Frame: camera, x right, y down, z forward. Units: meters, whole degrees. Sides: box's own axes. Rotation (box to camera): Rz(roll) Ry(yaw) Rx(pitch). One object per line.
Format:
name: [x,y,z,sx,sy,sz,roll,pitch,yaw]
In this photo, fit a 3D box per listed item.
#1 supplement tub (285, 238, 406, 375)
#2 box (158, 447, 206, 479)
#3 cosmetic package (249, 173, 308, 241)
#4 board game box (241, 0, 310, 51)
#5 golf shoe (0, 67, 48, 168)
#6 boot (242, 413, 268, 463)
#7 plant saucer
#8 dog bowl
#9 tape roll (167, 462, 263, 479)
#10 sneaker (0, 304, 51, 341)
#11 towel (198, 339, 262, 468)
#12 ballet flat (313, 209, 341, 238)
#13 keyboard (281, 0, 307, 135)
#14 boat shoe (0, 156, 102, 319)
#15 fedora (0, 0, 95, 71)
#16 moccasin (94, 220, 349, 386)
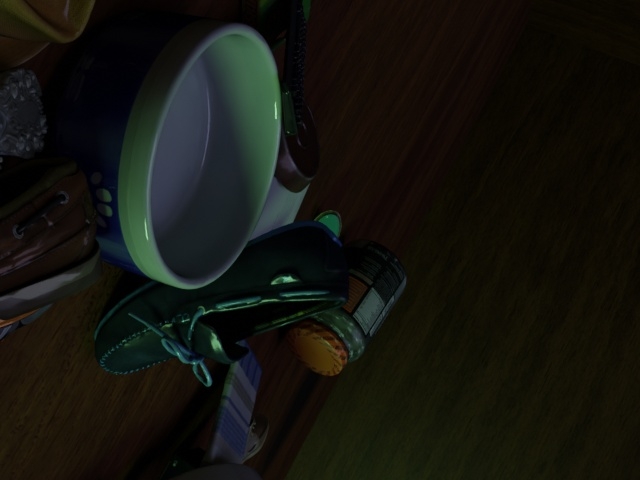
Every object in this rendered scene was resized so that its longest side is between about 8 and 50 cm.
supplement tub: [0.066,0.170,1.617,0.338,0.207,0.207,-50,160,-37]
box: [-0.281,0.531,1.306,0.156,0.093,0.158,-61,166,-7]
cosmetic package: [-0.106,-0.060,0.921,0.118,0.085,0.231,-66,162,13]
board game box: [-0.046,-0.348,0.729,0.124,0.039,0.260,-51,158,-36]
golf shoe: [-0.255,-0.085,0.444,0.176,0.085,0.069,-95,-174,-70]
boot: [-0.186,0.465,1.536,0.213,0.077,0.165,-39,150,-50]
plant saucer: [-0.038,-0.155,0.914,0.168,0.029,0.169,-10,90,-68]
dog bowl: [-0.140,-0.090,0.633,0.265,0.104,0.265,15,90,-73]
tape roll: [-0.260,0.579,1.167,0.391,0.072,0.392,-23,136,-24]
sneaker: [-0.312,0.081,0.503,0.214,0.084,0.083,-30,145,-44]
towel: [-0.181,0.362,1.287,0.209,0.034,0.285,78,20,-58]
ballet flat: [0.000,0.000,1.421,0.067,0.073,0.206,-87,-167,-52]
keyboard: [-0.030,-0.210,0.757,0.108,0.023,0.180,91,2,-58]
boat shoe: [-0.292,0.019,0.417,0.307,0.110,0.105,-34,134,-50]
fedora: [-0.200,-0.191,0.408,0.194,0.079,0.194,-55,163,-25]
moccasin: [-0.127,0.092,0.746,0.341,0.117,0.137,-28,151,15]
